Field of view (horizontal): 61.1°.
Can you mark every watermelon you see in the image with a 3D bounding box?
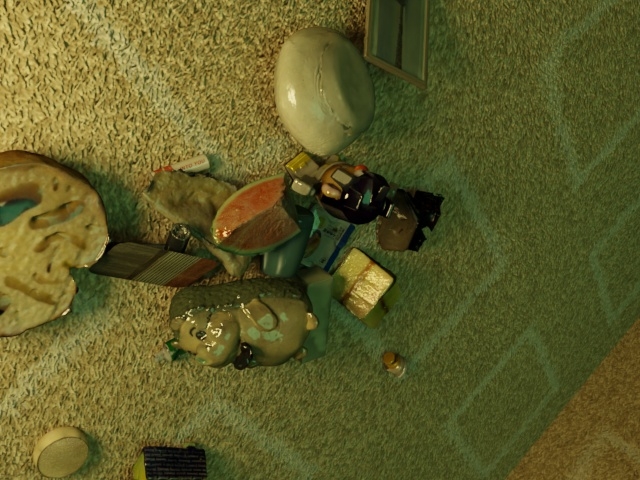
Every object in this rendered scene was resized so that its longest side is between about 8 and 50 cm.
[{"bbox_3d":[-0.144,-0.037,1.257,0.231,0.128,0.146,-32,132,-15],"label":"watermelon"}]

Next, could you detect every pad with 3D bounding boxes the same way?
[{"bbox_3d":[-0.419,0.117,1.248,0.250,0.055,0.323,16,124,-44],"label":"pad"}]

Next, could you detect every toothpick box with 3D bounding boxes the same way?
[{"bbox_3d":[-0.093,0.003,1.391,0.120,0.120,0.184,3,112,-35],"label":"toothpick box"}]

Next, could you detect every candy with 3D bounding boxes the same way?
[{"bbox_3d":[-0.004,-0.338,1.247,0.295,0.185,0.295,7,81,-46],"label":"candy"}]

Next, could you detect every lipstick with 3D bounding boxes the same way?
[{"bbox_3d":[-0.316,-0.156,1.215,0.131,0.038,0.038,-25,123,-23],"label":"lipstick"}]

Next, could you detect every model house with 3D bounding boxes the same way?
[{"bbox_3d":[0.273,-0.061,1.630,0.164,0.141,0.203,-26,148,-49],"label":"model house"},{"bbox_3d":[-0.427,0.650,1.463,0.194,0.170,0.211,19,71,-32],"label":"model house"}]

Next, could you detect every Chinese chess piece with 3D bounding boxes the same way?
[{"bbox_3d":[-0.620,0.506,1.297,0.122,0.051,0.122,-14,116,-31],"label":"Chinese chess piece"}]

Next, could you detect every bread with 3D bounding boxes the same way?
[{"bbox_3d":[0.134,0.157,1.666,0.167,0.163,0.264,-50,160,-7],"label":"bread"}]

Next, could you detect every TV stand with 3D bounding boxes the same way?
[{"bbox_3d":[-0.031,0.212,1.538,0.088,0.083,0.269,-13,121,-33],"label":"TV stand"}]

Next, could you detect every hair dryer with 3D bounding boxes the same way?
[{"bbox_3d":[-0.396,0.011,1.189,0.195,0.050,0.173,9,145,-24],"label":"hair dryer"}]

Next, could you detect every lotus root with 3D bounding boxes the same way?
[{"bbox_3d":[-0.599,0.008,1.011,0.390,0.111,0.375,-52,141,-9],"label":"lotus root"}]

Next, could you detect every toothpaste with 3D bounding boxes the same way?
[{"bbox_3d":[-0.311,0.256,1.402,0.248,0.047,0.078,-20,119,-29],"label":"toothpaste"}]

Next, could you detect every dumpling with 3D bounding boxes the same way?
[{"bbox_3d":[-0.263,-0.063,1.263,0.332,0.086,0.166,50,60,-37],"label":"dumpling"}]

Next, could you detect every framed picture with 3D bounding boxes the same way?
[{"bbox_3d":[0.192,-0.539,1.326,0.213,0.016,0.289,13,76,-37],"label":"framed picture"}]

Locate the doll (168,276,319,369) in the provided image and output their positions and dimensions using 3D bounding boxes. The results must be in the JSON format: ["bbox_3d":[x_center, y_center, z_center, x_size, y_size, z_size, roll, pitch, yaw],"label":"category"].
[{"bbox_3d":[-0.190,0.203,1.314,0.350,0.247,0.247,10,105,-18],"label":"doll"}]

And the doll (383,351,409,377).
[{"bbox_3d":[0.259,0.435,1.863,0.084,0.073,0.127,-30,128,21],"label":"doll"}]

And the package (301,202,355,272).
[{"bbox_3d":[0.000,0.000,1.509,0.173,0.027,0.171,27,94,-37],"label":"package"}]

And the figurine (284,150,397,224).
[{"bbox_3d":[0.058,-0.128,1.332,0.309,0.308,0.143,-20,125,-26],"label":"figurine"}]
